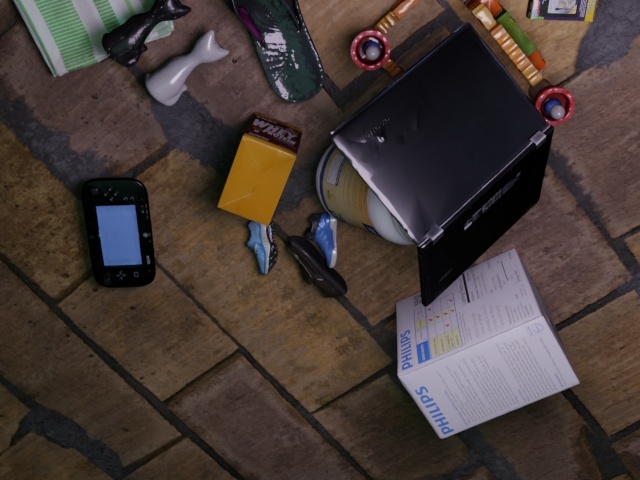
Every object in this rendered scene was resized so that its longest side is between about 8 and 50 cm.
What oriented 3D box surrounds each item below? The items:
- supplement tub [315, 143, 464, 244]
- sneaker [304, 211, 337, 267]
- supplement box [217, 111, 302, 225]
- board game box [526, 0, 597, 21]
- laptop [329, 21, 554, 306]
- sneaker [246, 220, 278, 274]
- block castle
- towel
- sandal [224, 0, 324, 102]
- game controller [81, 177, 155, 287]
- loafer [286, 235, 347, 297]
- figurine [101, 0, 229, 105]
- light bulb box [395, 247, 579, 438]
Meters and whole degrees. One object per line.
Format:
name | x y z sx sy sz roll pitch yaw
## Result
supplement tub | 0.160 -0.119 1.598 0.229 0.316 0.228 -11 110 -30
sneaker | 0.000 0.000 1.837 0.085 0.058 0.152 -1 112 -3
supplement box | -0.141 -0.175 1.684 0.129 0.194 0.191 21 116 -7
board game box | 0.535 -0.569 1.533 0.141 0.048 0.170 3 116 0
laptop | 0.259 -0.141 1.447 0.382 0.236 0.407 -41 151 -14
sneaker | -0.158 0.015 1.866 0.073 0.063 0.162 5 114 21
block castle | 0.316 -0.369 1.553 0.303 0.212 0.453 -40 107 20
towel | -0.527 -0.538 1.614 0.325 0.038 0.247 -18 113 12
sandal | -0.118 -0.513 1.563 0.168 0.107 0.445 -26 111 13
game controller | -0.528 -0.018 1.856 0.167 0.067 0.319 2 117 2
loafer | -0.021 0.081 1.868 0.078 0.080 0.220 -36 109 18
figurine | -0.344 -0.442 1.600 0.210 0.092 0.215 -33 128 17
light bulb box | 0.399 0.250 1.775 0.361 0.358 0.225 -27 110 17
